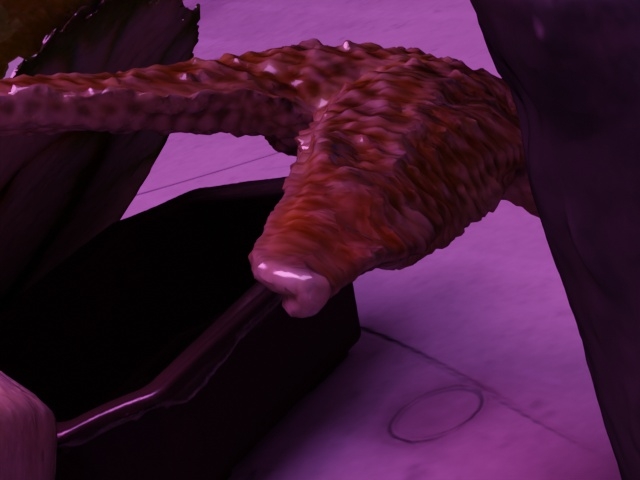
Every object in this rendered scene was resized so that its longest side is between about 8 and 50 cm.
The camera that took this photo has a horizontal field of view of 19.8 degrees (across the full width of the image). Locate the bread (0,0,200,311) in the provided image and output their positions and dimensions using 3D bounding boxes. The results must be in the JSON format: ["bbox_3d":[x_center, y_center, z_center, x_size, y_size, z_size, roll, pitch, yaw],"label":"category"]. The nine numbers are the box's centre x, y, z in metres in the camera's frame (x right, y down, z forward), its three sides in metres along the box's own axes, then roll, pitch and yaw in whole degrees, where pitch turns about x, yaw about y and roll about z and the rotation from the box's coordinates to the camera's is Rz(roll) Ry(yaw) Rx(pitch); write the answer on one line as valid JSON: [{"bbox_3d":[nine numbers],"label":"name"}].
[{"bbox_3d":[-0.221,-0.012,0.889,0.366,0.129,0.382,-56,-10,25],"label":"bread"}]

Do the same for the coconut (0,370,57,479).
[{"bbox_3d":[-0.222,0.136,0.581,0.329,0.329,0.329,-19,20,7],"label":"coconut"}]

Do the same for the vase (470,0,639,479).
[{"bbox_3d":[0.154,0.030,0.444,0.245,0.291,0.245,-21,19,8],"label":"vase"}]

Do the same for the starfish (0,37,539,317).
[{"bbox_3d":[0.006,-0.010,0.683,0.398,0.132,0.384,34,24,35],"label":"starfish"}]

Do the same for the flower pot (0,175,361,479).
[{"bbox_3d":[-0.077,0.061,0.902,0.179,0.084,0.251,-5,26,37],"label":"flower pot"}]
